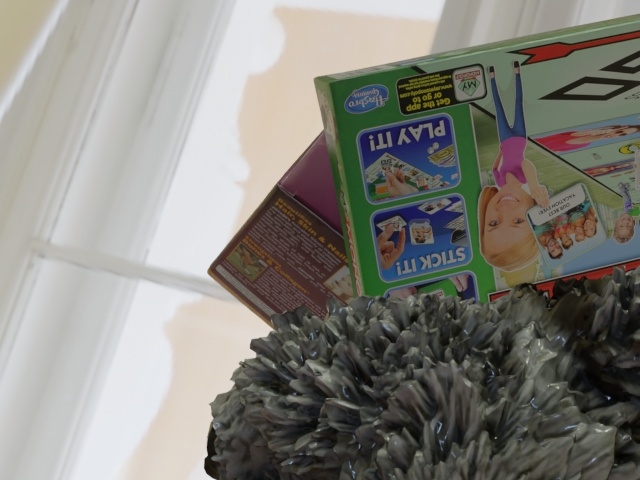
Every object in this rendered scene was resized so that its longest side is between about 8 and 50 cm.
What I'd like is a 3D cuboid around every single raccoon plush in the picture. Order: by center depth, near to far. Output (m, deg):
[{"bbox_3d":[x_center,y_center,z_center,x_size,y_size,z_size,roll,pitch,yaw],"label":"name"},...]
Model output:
[{"bbox_3d":[0.056,0.159,0.442,0.216,0.299,0.446,20,-41,-10],"label":"raccoon plush"}]

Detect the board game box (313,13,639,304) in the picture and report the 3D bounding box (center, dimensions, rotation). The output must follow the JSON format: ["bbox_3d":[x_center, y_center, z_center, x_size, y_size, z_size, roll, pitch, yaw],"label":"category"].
[{"bbox_3d":[0.171,-0.028,0.721,0.317,0.213,0.046,-13,14,-9],"label":"board game box"}]

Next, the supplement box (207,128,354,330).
[{"bbox_3d":[0.000,0.000,0.838,0.104,0.081,0.188,40,-29,-4],"label":"supplement box"}]
